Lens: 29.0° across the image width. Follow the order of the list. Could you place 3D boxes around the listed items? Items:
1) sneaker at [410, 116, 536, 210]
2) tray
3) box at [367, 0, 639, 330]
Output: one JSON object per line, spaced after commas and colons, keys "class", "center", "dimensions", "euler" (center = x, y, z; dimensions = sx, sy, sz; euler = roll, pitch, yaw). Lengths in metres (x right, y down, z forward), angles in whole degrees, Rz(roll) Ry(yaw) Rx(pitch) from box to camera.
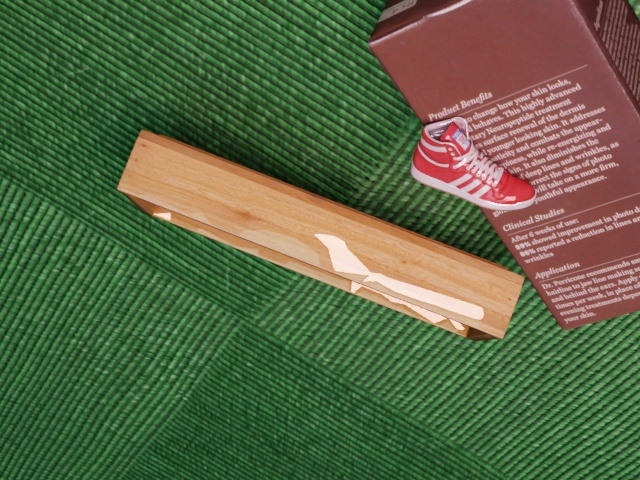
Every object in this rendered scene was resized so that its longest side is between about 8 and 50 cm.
{"class": "sneaker", "center": [0.142, -0.070, 1.123], "dimensions": [0.119, 0.042, 0.067], "euler": [17, 137, 10]}
{"class": "tray", "center": [0.000, 0.000, 1.328], "dimensions": [0.411, 0.076, 0.203], "euler": [20, 174, 1]}
{"class": "box", "center": [0.233, -0.106, 1.179], "dimensions": [0.191, 0.143, 0.381], "euler": [-19, 123, 33]}
